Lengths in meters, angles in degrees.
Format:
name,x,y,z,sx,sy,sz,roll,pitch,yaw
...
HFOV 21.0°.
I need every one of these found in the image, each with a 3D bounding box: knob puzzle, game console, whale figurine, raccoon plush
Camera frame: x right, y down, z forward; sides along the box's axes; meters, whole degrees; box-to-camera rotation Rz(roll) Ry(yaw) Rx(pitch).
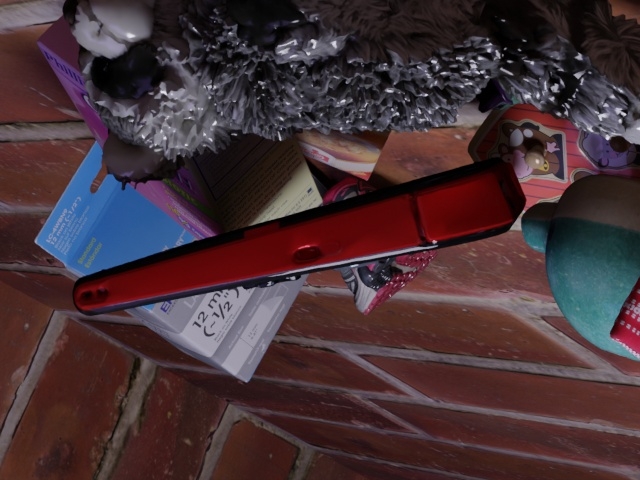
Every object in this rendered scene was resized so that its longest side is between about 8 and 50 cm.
name,x,y,z,sx,sy,sz,roll,pitch,yaw
knob puzzle,0.224,-0.065,1.587,0.213,0.030,0.213,17,136,18
game console,0.000,0.000,1.474,0.342,0.060,0.386,-16,-179,10
whale figurine,0.269,0.037,1.493,0.216,0.141,0.272,19,172,0
raccoon plush,0.021,-0.104,1.337,0.446,0.216,0.299,32,141,-11

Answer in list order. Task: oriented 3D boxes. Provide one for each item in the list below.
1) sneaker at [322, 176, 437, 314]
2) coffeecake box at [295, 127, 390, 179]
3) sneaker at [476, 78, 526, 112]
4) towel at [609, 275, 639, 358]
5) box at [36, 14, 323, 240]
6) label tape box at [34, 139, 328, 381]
name,x,y,z,sx,sy,sz,roll,pitch,yaw
sneaker,0.067,0.001,2.083,0.112,0.121,0.299,49,171,13
coffeecake box,0.005,-0.139,1.724,0.142,0.068,0.185,22,165,0
sneaker,0.179,-0.133,1.454,0.224,0.098,0.083,26,164,-14
towel,0.355,0.000,1.362,0.199,0.275,0.031,34,177,-37
box,-0.135,-0.115,1.716,0.213,0.117,0.243,37,163,31
label tape box,-0.137,-0.017,1.969,0.115,0.249,0.348,24,169,32
